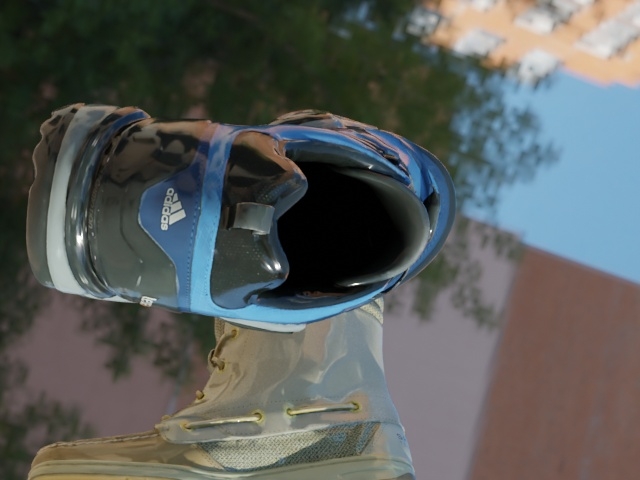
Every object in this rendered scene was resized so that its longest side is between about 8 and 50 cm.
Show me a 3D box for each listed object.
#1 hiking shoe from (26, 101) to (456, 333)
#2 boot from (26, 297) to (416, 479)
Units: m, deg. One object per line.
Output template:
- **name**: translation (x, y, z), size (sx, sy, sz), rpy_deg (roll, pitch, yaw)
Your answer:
- **hiking shoe**: translation (0.000, 0.000, 0.854), size (0.304, 0.132, 0.113), rpy_deg (-5, 104, -59)
- **boot**: translation (-0.059, 0.084, 1.036), size (0.077, 0.213, 0.165), rpy_deg (102, -15, -53)
